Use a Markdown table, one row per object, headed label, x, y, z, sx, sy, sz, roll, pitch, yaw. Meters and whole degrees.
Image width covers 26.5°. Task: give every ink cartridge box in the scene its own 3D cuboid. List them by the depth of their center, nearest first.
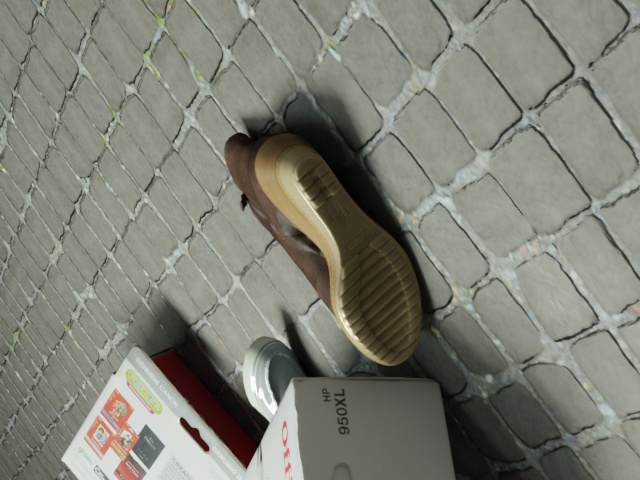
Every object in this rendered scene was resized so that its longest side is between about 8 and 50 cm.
| label | x | y | z | sx | sy | sz | roll | pitch | yaw |
| --- | --- | --- | --- | --- | --- | --- | --- | --- | --- |
| ink cartridge box | 0.016 | 0.355 | 1.454 | 0.395 | 0.166 | 0.285 | 114 | 153 | -55 |
| ink cartridge box | -0.179 | 0.316 | 1.900 | 0.309 | 0.130 | 0.272 | 47 | 126 | 17 |

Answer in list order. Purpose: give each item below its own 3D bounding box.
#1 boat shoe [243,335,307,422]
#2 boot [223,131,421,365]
| label | x | y | z | sx | sy | sz | roll | pitch | yaw |
| --- | --- | --- | --- | --- | --- | --- | --- | --- | --- |
| boat shoe | -0.016 | 0.209 | 1.621 | 0.081 | 0.079 | 0.227 | 10 | 135 | 44 |
| boot | 0.000 | 0.000 | 1.364 | 0.248 | 0.090 | 0.207 | 62 | 165 | -17 |
